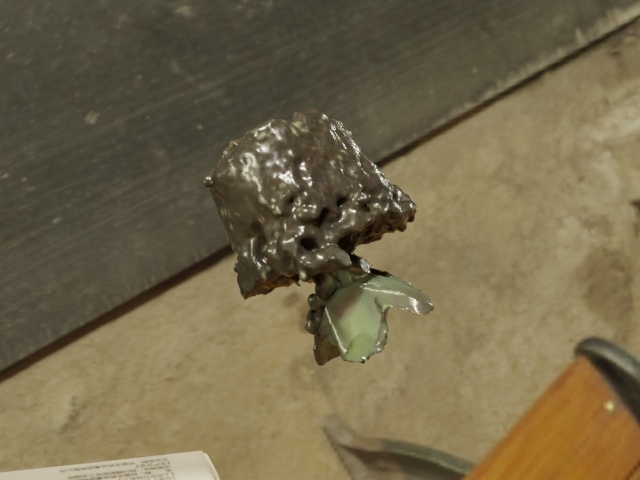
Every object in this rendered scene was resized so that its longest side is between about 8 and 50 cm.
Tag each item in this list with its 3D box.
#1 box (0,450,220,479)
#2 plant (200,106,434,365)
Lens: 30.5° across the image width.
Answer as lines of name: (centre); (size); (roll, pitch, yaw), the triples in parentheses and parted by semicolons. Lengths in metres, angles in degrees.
box: (-0.247, 0.275, 0.834); (0.353, 0.069, 0.214); (-3, 106, -18)
plant: (0.000, 0.000, 0.953); (0.131, 0.142, 0.203); (-31, 82, -44)
